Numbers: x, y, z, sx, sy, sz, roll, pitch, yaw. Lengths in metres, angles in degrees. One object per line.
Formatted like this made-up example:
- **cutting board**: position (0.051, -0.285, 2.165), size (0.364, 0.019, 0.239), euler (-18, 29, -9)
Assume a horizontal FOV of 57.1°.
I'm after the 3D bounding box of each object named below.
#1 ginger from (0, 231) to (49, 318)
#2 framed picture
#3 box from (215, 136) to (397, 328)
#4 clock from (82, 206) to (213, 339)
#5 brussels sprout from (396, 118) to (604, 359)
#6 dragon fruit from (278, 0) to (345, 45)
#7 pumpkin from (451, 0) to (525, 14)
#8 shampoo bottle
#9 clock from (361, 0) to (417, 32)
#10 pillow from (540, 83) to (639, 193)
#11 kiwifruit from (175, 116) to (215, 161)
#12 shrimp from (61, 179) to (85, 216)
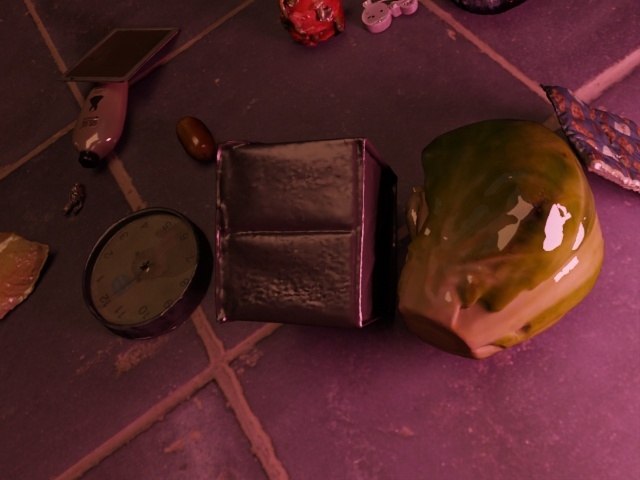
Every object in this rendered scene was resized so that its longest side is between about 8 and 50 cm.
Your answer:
- **ginger**: position (-0.704, 0.070, 1.297), size (0.122, 0.115, 0.193), euler (16, 76, 47)
- **framed picture**: position (-0.508, -0.472, 1.494), size (0.216, 0.016, 0.273), euler (8, 48, 21)
- **box**: position (-0.001, 0.000, 0.916), size (0.204, 0.345, 0.251), euler (0, 87, 15)
- **clock**: position (-0.357, 0.061, 1.201), size (0.280, 0.055, 0.281), euler (-7, 62, 14)
- **brussels sprout**: position (0.265, -0.007, 0.906), size (0.314, 0.276, 0.371), euler (9, 68, 26)
- **dragon fruit**: position (-0.020, -0.543, 1.327), size (0.166, 0.172, 0.160), euler (-45, 60, -8)
- **pumpkin**: position (0.364, -0.587, 1.230), size (0.233, 0.163, 0.233), euler (-15, 56, 23)
- **shampoo bottle**: position (-0.529, -0.285, 1.416), size (0.127, 0.078, 0.257), euler (-3, 62, 12)
- **clock**: position (0.154, -0.529, 1.340), size (0.129, 0.041, 0.087), euler (-21, 63, 12)
- **pillow**: position (0.472, -0.156, 0.958), size (0.034, 0.255, 0.189), euler (-46, 43, 41)
- **kiwifruit**: position (-0.278, -0.227, 1.308), size (0.075, 0.075, 0.124), euler (-32, 55, 0)
- **shrimp**: position (-0.568, -0.096, 1.367), size (0.038, 0.029, 0.092), euler (11, 74, 14)
